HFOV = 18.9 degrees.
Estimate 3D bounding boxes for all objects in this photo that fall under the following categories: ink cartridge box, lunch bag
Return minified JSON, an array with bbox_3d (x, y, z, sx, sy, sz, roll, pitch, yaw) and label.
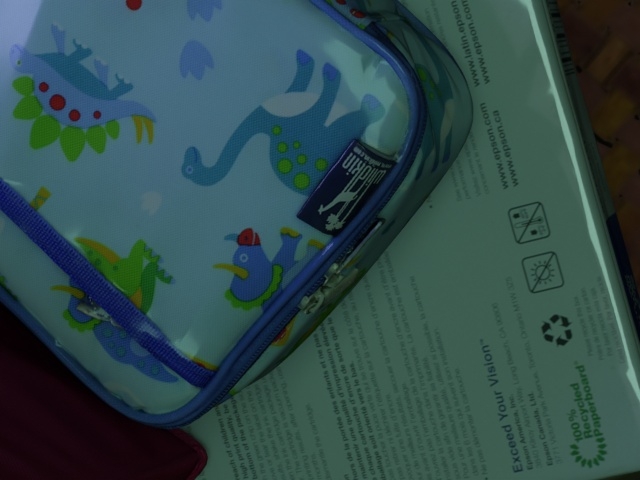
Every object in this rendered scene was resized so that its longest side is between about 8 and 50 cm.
[{"bbox_3d":[0.000,0.000,0.733,0.224,0.045,0.223,-14,94,18],"label":"ink cartridge box"},{"bbox_3d":[-0.071,-0.054,0.677,0.219,0.090,0.176,45,110,8],"label":"lunch bag"}]

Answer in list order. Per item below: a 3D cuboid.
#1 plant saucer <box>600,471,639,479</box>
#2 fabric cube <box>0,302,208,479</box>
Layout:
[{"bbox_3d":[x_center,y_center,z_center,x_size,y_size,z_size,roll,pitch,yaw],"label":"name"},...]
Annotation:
[{"bbox_3d":[0.154,0.210,0.758,0.277,0.041,0.278,0,94,0],"label":"plant saucer"},{"bbox_3d":[-0.230,0.102,0.630,0.259,0.258,0.254,36,95,8],"label":"fabric cube"}]
